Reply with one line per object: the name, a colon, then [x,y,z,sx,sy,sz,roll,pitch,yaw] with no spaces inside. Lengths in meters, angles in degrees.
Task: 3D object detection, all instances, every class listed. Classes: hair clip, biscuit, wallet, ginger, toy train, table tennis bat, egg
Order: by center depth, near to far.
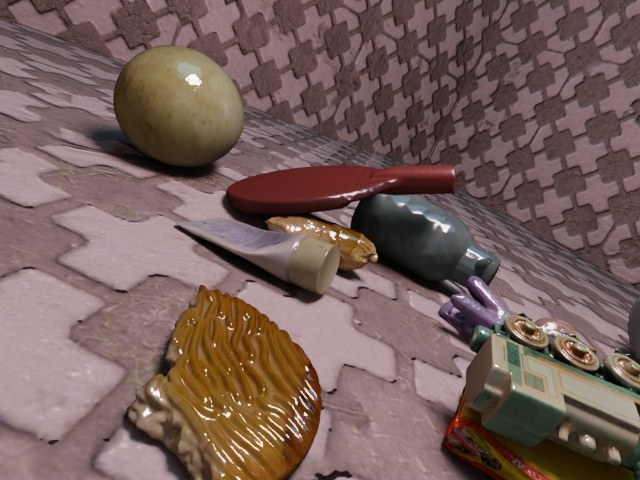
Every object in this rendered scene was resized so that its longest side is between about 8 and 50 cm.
biscuit: [-0.082,0.106,0.372,0.176,0.031,0.228,8,25,-45]
toy train: [0.235,0.149,0.413,0.194,0.080,0.125,23,33,8]
wallet: [0.244,0.226,0.417,0.241,0.067,0.141,27,23,23]
hair clip: [0.290,0.154,0.631,0.137,0.090,0.278,-32,48,-28]
ginger: [0.000,0.000,0.709,0.190,0.068,0.095,19,6,-7]
table tennis bat: [0.028,-0.103,0.787,0.415,0.051,0.268,-1,21,14]
egg: [-0.257,-0.251,0.846,0.218,0.218,0.295,30,11,15]

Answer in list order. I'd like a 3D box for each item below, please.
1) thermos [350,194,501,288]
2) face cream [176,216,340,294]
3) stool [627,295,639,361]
thermos: [0.211,0.006,0.873,0.286,0.145,0.182,33,-9,18]
face cream: [-0.086,0.007,0.621,0.224,0.070,0.114,18,13,21]
stool: [0.878,0.210,0.928,0.330,0.297,0.297,8,24,-29]
